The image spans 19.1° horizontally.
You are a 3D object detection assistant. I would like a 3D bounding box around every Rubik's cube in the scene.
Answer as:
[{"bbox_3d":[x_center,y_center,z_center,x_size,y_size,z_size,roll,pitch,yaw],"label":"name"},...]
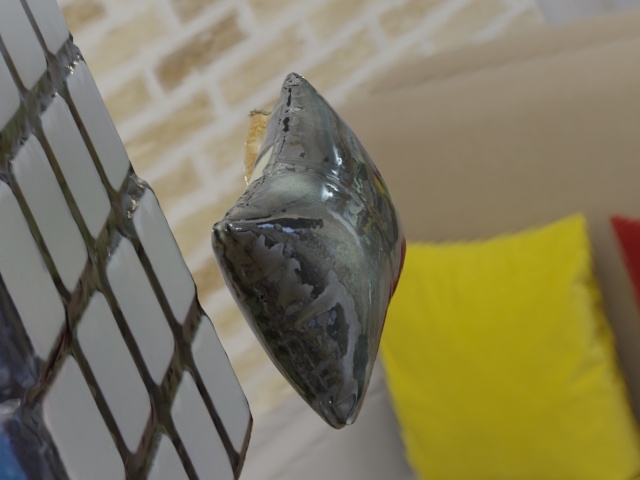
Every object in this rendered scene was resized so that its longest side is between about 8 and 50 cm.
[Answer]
[{"bbox_3d":[-0.259,0.068,0.928,0.344,0.337,0.344,-19,16,10],"label":"Rubik's cube"}]

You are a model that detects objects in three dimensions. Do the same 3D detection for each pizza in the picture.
[{"bbox_3d":[-0.022,-0.081,1.950,0.131,0.041,0.178,-46,52,17],"label":"pizza"}]

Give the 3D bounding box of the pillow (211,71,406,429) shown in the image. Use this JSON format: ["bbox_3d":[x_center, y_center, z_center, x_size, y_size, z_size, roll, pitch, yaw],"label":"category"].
[{"bbox_3d":[0.000,0.000,1.415,0.106,0.186,0.250,-20,25,23],"label":"pillow"}]
